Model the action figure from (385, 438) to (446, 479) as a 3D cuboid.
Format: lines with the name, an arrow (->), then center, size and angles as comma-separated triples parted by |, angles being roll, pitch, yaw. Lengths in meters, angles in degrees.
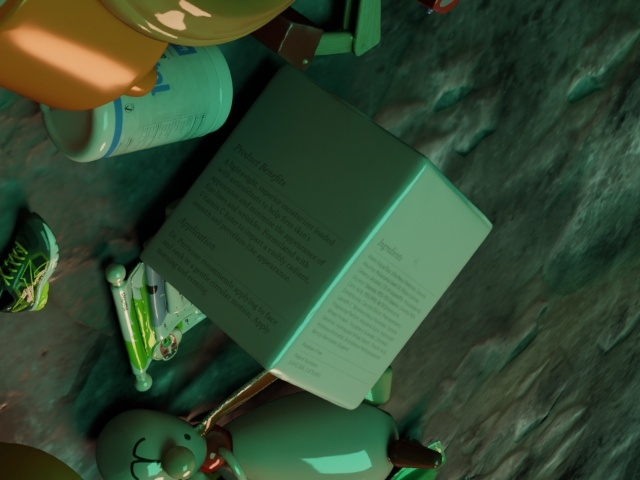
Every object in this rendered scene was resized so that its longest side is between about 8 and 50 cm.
action figure -> 0.049, 0.335, 1.439 | 0.232, 0.063, 0.137 | -38, 149, -29

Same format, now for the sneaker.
sneaker -> -0.200, 0.019, 0.811 | 0.035, 0.031, 0.083 | -20, 138, -40

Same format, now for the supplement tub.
supplement tub -> -0.117, -0.092, 0.766 | 0.107, 0.071, 0.071 | -20, 137, -42

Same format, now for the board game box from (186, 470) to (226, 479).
board game box -> -0.141, 0.312, 1.181 | 0.170, 0.048, 0.141 | -43, 147, -13

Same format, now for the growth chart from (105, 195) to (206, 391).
growth chart -> -0.076, 0.001, 0.969 | 0.237, 0.021, 0.172 | -38, 146, -22

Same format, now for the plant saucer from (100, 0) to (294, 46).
plant saucer -> -0.039, -0.189, 0.587 | 0.200, 0.037, 0.200 | -32, 136, -38

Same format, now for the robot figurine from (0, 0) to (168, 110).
robot figurine -> -0.156, -0.140, 0.609 | 0.158, 0.128, 0.219 | -16, 161, 26

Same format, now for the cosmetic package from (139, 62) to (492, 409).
cosmetic package -> 0.000, 0.000, 0.900 | 0.183, 0.151, 0.151 | -52, 148, 1

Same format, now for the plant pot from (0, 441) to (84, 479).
plant pot -> -0.242, 0.245, 0.826 | 0.188, 0.205, 0.205 | -61, 169, -56

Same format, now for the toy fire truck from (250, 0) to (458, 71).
toy fire truck -> 0.037, -0.185, 0.893 | 0.192, 0.047, 0.135 | 4, 119, -55

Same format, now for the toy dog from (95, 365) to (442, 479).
toy dog -> -0.021, 0.196, 1.077 | 0.334, 0.161, 0.220 | -24, 110, -43
